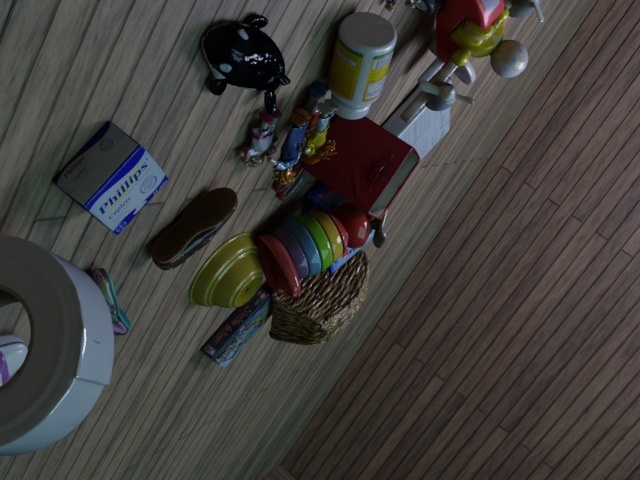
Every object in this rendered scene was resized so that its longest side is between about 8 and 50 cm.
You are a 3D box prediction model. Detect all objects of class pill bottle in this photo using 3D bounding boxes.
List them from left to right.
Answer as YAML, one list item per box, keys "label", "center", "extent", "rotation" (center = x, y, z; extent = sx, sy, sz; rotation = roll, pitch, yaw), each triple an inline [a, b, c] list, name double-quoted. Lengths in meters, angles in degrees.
- label: "pill bottle"
  center: [0.079, -0.352, 1.620]
  extent: [0.117, 0.117, 0.208]
  rotation: [-41, 159, -32]

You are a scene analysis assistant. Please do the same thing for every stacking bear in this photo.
- label: "stacking bear"
  center: [0.000, 0.000, 1.950]
  extent: [0.289, 0.164, 0.175]
  rotation: [-27, -167, -20]

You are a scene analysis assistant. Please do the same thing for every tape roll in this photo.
- label: "tape roll"
  center: [-0.423, 0.140, 1.043]
  extent: [0.286, 0.286, 0.100]
  rotation: [-49, 162, -7]

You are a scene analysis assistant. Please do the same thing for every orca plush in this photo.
- label: "orca plush"
  center: [-0.101, -0.274, 1.338]
  extent: [0.151, 0.102, 0.287]
  rotation: [-49, 163, -8]

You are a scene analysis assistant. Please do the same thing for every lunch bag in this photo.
- label: "lunch bag"
  center: [0.057, -0.092, 2.119]
  extent: [0.221, 0.138, 0.293]
  rotation: [-40, 151, -26]

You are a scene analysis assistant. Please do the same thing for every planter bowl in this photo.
- label: "planter bowl"
  center: [-0.201, 0.094, 1.862]
  extent: [0.217, 0.090, 0.217]
  rotation: [-45, 162, -19]

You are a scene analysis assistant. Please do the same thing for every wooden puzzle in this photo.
- label: "wooden puzzle"
  center: [0.166, -0.110, 2.060]
  extent: [0.221, 0.044, 0.239]
  rotation: [94, 7, -82]

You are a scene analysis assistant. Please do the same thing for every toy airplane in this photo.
- label: "toy airplane"
  center: [0.364, -0.463, 1.867]
  extent: [0.384, 0.272, 0.386]
  rotation: [-30, 153, -52]

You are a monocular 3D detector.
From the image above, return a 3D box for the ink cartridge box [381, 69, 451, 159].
- label: "ink cartridge box"
  center: [0.249, -0.292, 2.276]
  extent: [0.330, 0.071, 0.324]
  rotation: [-46, 163, -8]

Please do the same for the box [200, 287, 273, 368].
- label: "box"
  center: [-0.222, 0.244, 2.192]
  extent: [0.233, 0.044, 0.159]
  rotation: [-48, 163, -10]

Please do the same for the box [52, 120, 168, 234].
- label: "box"
  center: [-0.317, -0.092, 1.208]
  extent: [0.126, 0.072, 0.137]
  rotation: [-50, 163, -9]

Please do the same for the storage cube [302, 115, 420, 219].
- label: "storage cube"
  center: [0.101, -0.183, 1.862]
  extent: [0.184, 0.193, 0.215]
  rotation: [-56, 167, 5]

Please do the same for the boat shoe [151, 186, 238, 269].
- label: "boat shoe"
  center: [-0.246, -0.022, 1.546]
  extent: [0.207, 0.073, 0.073]
  rotation: [-40, 162, -13]

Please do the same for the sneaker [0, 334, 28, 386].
- label: "sneaker"
  center: [-0.546, 0.277, 1.226]
  extent: [0.282, 0.161, 0.102]
  rotation: [-41, 159, -35]

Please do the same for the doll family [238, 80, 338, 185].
- label: "doll family"
  center: [-0.045, -0.200, 1.610]
  extent: [0.263, 0.118, 0.163]
  rotation: [-36, 157, -43]

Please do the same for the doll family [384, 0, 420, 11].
- label: "doll family"
  center: [0.203, -0.553, 1.620]
  extent: [0.193, 0.076, 0.111]
  rotation: [-51, 160, -21]

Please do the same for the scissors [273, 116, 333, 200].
- label: "scissors"
  center: [-0.015, -0.219, 1.830]
  extent: [0.297, 0.021, 0.109]
  rotation: [-54, 162, 3]

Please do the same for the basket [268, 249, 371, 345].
- label: "basket"
  center: [0.013, 0.169, 2.272]
  extent: [0.299, 0.213, 0.223]
  rotation: [-53, 162, -35]

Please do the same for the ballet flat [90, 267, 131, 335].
- label: "ballet flat"
  center: [-0.405, 0.128, 1.451]
  extent: [0.079, 0.077, 0.221]
  rotation: [-25, 156, -16]
